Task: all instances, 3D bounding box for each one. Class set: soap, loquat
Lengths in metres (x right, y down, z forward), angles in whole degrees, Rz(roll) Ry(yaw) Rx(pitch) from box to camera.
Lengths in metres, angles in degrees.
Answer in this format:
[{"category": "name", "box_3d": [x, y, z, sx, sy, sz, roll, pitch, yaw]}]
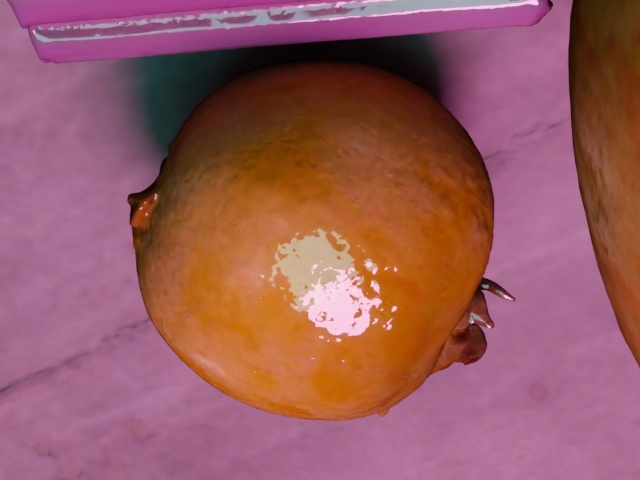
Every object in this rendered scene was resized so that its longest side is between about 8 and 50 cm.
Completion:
[{"category": "soap", "box_3d": [-0.018, -0.124, 0.622, 0.203, 0.065, 0.122, -4, 156, 6]}, {"category": "loquat", "box_3d": [0.000, 0.000, 0.695, 0.163, 0.137, 0.163, -2, 114, -5]}]

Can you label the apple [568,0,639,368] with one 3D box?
[{"category": "apple", "box_3d": [0.238, -0.058, 0.532, 0.340, 0.339, 0.339, 2, 127, 2]}]
